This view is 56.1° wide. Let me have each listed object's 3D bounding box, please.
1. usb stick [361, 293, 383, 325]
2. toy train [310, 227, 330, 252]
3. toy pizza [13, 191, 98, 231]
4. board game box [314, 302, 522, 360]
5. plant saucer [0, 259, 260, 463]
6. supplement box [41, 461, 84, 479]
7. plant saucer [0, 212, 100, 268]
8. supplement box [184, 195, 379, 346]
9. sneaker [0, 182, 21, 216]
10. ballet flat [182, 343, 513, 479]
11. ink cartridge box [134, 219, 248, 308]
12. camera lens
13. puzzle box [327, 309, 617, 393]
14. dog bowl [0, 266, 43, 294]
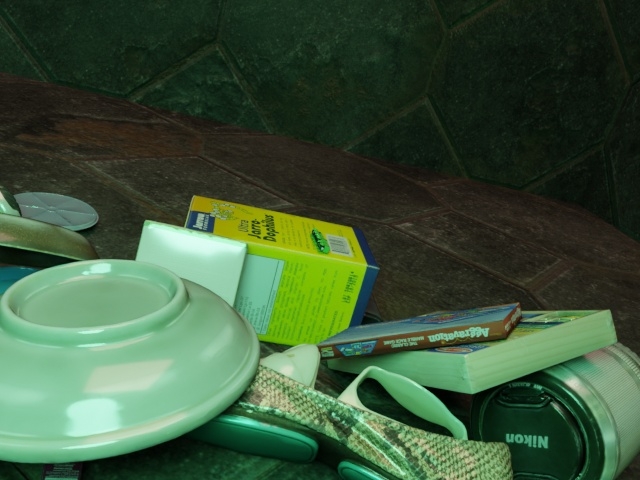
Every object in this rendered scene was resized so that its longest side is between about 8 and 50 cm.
[{"bbox_3d":[0.083,0.120,1.368,0.077,0.045,0.278,11,20,-10],"label":"usb stick"},{"bbox_3d":[0.000,0.000,1.100,0.024,0.017,0.083,19,19,-20],"label":"toy train"},{"bbox_3d":[-0.604,-0.057,1.344,0.201,0.032,0.201,15,20,-6],"label":"toy pizza"},{"bbox_3d":[0.143,0.135,0.888,0.282,0.027,0.145,-13,0,27],"label":"board game box"},{"bbox_3d":[-0.275,0.106,0.744,0.401,0.100,0.400,2,20,-1],"label":"plant saucer"},{"bbox_3d":[-0.296,0.247,0.700,0.043,0.083,0.055,10,21,-17],"label":"supplement box"},{"bbox_3d":[-0.472,-0.002,0.864,0.311,0.050,0.310,5,-11,1],"label":"plant saucer"},{"bbox_3d":[-0.095,0.064,1.165,0.357,0.194,0.195,12,21,-12],"label":"supplement box"},{"bbox_3d":[-0.772,-0.074,1.164,0.385,0.145,0.147,15,41,5],"label":"sneaker"},{"bbox_3d":[0.026,0.244,0.809,0.483,0.164,0.182,20,56,4],"label":"ballet flat"},{"bbox_3d":[-0.226,0.098,0.980,0.171,0.234,0.056,13,-3,-7],"label":"ink cartridge box"},{"bbox_3d":[0.385,0.272,0.944,0.274,0.219,0.219,-6,29,-46],"label":"camera lens"},{"bbox_3d":[0.211,0.164,0.969,0.272,0.052,0.409,-11,-1,-27],"label":"puzzle box"},{"bbox_3d":[-0.506,0.124,0.884,0.166,0.074,0.297,24,21,21],"label":"dog bowl"}]
